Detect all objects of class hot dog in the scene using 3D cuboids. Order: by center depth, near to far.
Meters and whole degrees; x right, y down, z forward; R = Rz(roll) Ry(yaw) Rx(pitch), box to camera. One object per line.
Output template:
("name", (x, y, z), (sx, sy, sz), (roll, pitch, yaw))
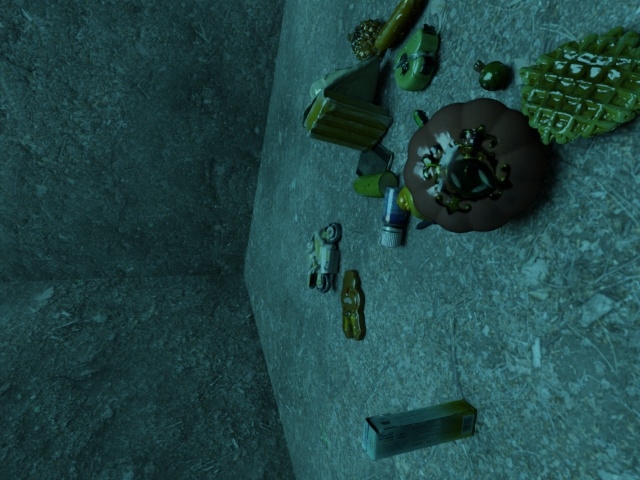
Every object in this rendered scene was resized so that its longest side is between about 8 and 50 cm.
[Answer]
("hot dog", (0.261, -0.723, 1.348), (0.102, 0.076, 0.249), (-60, 10, -27))

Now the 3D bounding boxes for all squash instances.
("squash", (0.188, -0.196, 1.465), (0.188, 0.095, 0.095), (5, 95, 58))

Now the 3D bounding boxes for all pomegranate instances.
("pomegranate", (0.411, -0.398, 0.974), (0.073, 0.084, 0.073), (-173, 90, -76))

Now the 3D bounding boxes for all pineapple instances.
("pineapple", (0.158, -0.749, 1.511), (0.161, 0.136, 0.176), (132, 134, -58))

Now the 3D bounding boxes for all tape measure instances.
("tape measure", (0.291, -0.548, 1.259), (0.177, 0.087, 0.154), (152, 115, -67))

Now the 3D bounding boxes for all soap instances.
("soap", (0.098, -0.425, 1.458), (0.173, 0.274, 0.089), (-51, 41, 45))

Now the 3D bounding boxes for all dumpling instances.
("dumpling", (0.066, -0.530, 1.526), (0.395, 0.315, 0.233), (-34, 91, 46))

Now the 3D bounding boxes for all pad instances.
("pad", (0.202, -0.294, 1.562), (0.233, 0.022, 0.174), (-121, 38, -52))

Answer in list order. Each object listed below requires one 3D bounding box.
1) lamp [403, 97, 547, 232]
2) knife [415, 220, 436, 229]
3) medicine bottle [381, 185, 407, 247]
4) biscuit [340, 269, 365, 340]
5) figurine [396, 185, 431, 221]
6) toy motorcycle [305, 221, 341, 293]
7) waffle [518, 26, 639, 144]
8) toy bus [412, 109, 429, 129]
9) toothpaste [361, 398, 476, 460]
("lamp", (0.349, -0.169, 0.932), (0.305, 0.239, 0.306), (9, 110, 26))
("knife", (0.334, -0.054, 1.253), (0.121, 0.018, 0.031), (141, 127, -64))
("medicine bottle", (0.250, -0.079, 1.369), (0.083, 0.083, 0.203), (-145, 57, -63))
("biscuit", (0.131, 0.274, 1.714), (0.186, 0.044, 0.296), (160, 108, -64))
("figurine", (0.326, -0.117, 1.150), (0.246, 0.131, 0.156), (29, 149, 49))
("toy motorcycle", (0.001, 0.074, 1.925), (0.222, 0.107, 0.341), (14, 96, 52))
("waffle", (0.489, -0.287, 0.751), (0.214, 0.054, 0.208), (-19, 63, 37))
("toy bus", (0.318, -0.376, 1.270), (0.037, 0.031, 0.083), (108, 152, -52))
("toothpaste", (0.261, 0.489, 1.048), (0.071, 0.312, 0.089), (-153, 64, -65))
